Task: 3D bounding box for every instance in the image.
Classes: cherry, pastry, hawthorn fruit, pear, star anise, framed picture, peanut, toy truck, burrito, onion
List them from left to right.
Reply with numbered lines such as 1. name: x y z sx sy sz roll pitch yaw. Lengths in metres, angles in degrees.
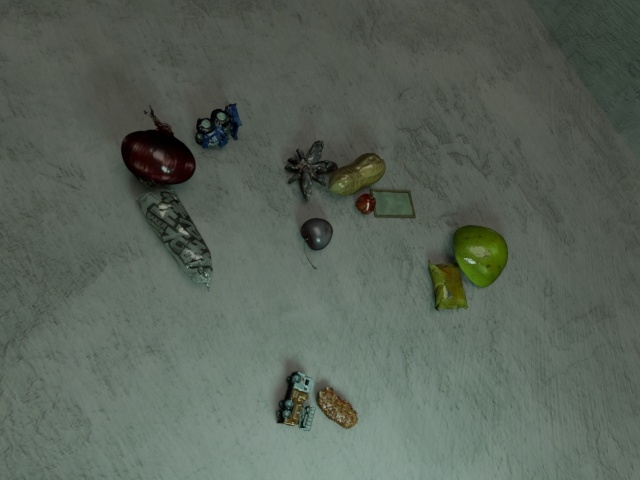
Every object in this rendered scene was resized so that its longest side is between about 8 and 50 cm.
1. onion: -0.572 -0.324 1.665 0.273 0.273 0.285 14 94 -13
2. burrito: -0.496 -0.008 1.665 0.139 0.101 0.445 -30 78 -32
3. toy truck: -0.400 -0.454 1.878 0.126 0.113 0.208 45 63 3
4. toy truck: -0.072 0.547 1.587 0.115 0.080 0.177 23 64 -14
5. star anise: -0.040 -0.309 1.944 0.198 0.110 0.257 44 68 3
6. cherry: 0.003 -0.001 1.838 0.188 0.115 0.148 60 24 3
7. pastry: 0.052 0.591 1.625 0.169 0.063 0.087 42 52 7
8. peanut: 0.158 -0.281 1.980 0.313 0.149 0.149 -28 79 -27
9. hawthorn fruit: 0.196 -0.158 1.971 0.093 0.093 0.093 7 66 -16
10. framed picture: 0.322 -0.163 2.062 0.201 0.010 0.136 0 67 -19
11. pear: 0.688 0.030 2.009 0.239 0.139 0.288 25 62 -20

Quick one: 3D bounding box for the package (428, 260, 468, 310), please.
1. package: 0.529 0.186 1.937 0.168 0.090 0.226 3 63 -21
